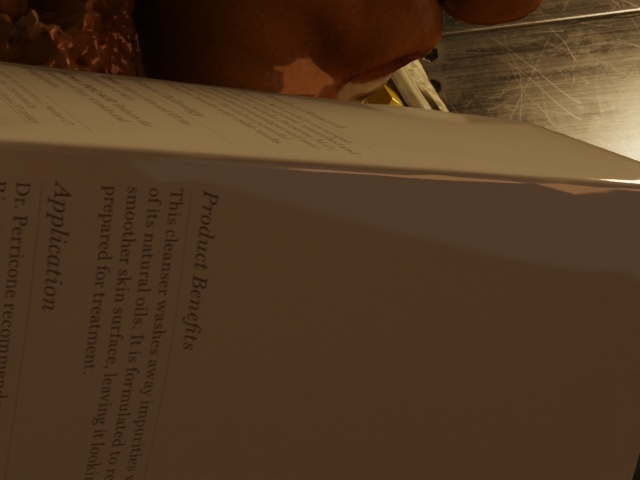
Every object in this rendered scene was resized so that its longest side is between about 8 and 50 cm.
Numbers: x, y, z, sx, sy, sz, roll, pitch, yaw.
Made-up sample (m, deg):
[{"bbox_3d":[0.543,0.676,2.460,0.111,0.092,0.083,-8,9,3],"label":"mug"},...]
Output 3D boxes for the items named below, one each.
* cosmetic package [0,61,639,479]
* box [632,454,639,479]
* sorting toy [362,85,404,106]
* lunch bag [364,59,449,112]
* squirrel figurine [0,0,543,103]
[{"bbox_3d":[-0.012,0.045,0.503,0.156,0.385,0.217,32,-66,51],"label":"cosmetic package"},{"bbox_3d":[0.100,0.372,0.842,0.297,0.472,0.479,-16,101,-79],"label":"box"},{"bbox_3d":[0.000,0.000,0.888,0.041,0.229,0.307,36,72,-28],"label":"sorting toy"},{"bbox_3d":[0.060,-0.058,1.166,0.256,0.213,0.305,-62,-139,43],"label":"lunch bag"},{"bbox_3d":[-0.101,-0.062,0.667,0.397,0.281,0.370,22,86,-38],"label":"squirrel figurine"}]
